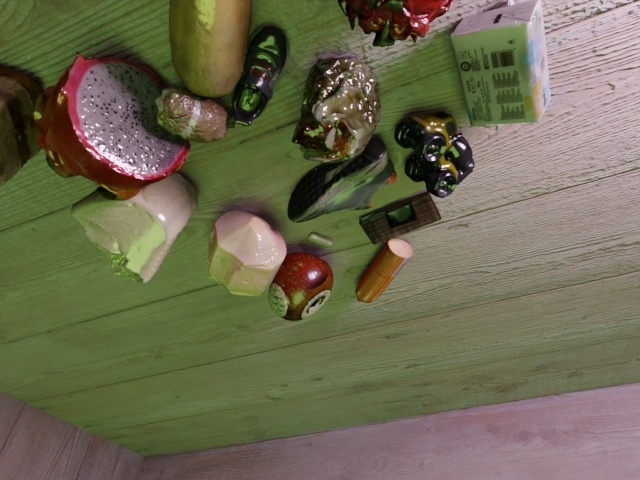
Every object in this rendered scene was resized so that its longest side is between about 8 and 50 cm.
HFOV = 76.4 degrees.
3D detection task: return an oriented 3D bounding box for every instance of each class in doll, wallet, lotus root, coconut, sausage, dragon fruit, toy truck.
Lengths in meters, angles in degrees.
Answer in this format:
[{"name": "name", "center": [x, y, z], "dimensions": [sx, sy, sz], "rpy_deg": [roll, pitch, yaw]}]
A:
[{"name": "doll", "center": [-0.275, -0.277, 0.932], "dimensions": [0.105, 0.115, 0.221], "rpy_deg": [-50, 162, 19]}, {"name": "wallet", "center": [0.245, -0.065, 1.254], "dimensions": [0.230, 0.042, 0.124], "rpy_deg": [-21, 134, 22]}, {"name": "lotus root", "center": [-0.205, -0.436, 0.778], "dimensions": [0.151, 0.169, 0.342], "rpy_deg": [12, 140, -12]}, {"name": "coconut", "center": [-0.226, 0.032, 1.217], "dimensions": [0.233, 0.233, 0.245], "rpy_deg": [13, 134, -13]}, {"name": "sausage", "center": [0.203, 0.123, 1.409], "dimensions": [0.093, 0.093, 0.312], "rpy_deg": [14, 134, -15]}, {"name": "dragon fruit", "center": [-0.479, -0.242, 0.916], "dimensions": [0.226, 0.305, 0.305], "rpy_deg": [-15, 135, 33]}, {"name": "toy truck", "center": [0.302, -0.231, 1.033], "dimensions": [0.165, 0.147, 0.224], "rpy_deg": [-33, 128, -2]}, {"name": "dragon fruit", "center": [0.139, -0.506, 0.720], "dimensions": [0.234, 0.234, 0.293], "rpy_deg": [3, 104, -4]}]

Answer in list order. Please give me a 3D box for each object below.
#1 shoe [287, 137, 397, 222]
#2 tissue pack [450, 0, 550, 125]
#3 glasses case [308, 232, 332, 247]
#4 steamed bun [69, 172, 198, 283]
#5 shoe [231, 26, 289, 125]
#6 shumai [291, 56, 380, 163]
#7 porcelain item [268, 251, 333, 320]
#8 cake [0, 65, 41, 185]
[{"name": "shoe", "center": [0.069, -0.135, 1.136], "dimensions": [0.336, 0.132, 0.171], "rpy_deg": [-31, 137, 23]}, {"name": "tissue pack", "center": [0.401, -0.386, 0.883], "dimensions": [0.159, 0.145, 0.229], "rpy_deg": [9, 145, 40]}, {"name": "glasses case", "center": [0.000, 0.000, 1.331], "dimensions": [0.083, 0.021, 0.032], "rpy_deg": [21, 132, -20]}, {"name": "steamed bun", "center": [-0.501, -0.069, 1.084], "dimensions": [0.272, 0.290, 0.273], "rpy_deg": [31, 109, -21]}, {"name": "shoe", "center": [-0.139, -0.354, 0.910], "dimensions": [0.099, 0.112, 0.227], "rpy_deg": [20, 134, -18]}, {"name": "shumai", "center": [0.040, -0.267, 0.934], "dimensions": [0.189, 0.218, 0.256], "rpy_deg": [5, 135, 7]}, {"name": "porcelain item", "center": [-0.084, 0.133, 1.365], "dimensions": [0.253, 0.253, 0.253], "rpy_deg": [0, 135, 0]}, {"name": "cake", "center": [-0.771, -0.248, 0.888], "dimensions": [0.199, 0.293, 0.196], "rpy_deg": [18, 133, -12]}]
